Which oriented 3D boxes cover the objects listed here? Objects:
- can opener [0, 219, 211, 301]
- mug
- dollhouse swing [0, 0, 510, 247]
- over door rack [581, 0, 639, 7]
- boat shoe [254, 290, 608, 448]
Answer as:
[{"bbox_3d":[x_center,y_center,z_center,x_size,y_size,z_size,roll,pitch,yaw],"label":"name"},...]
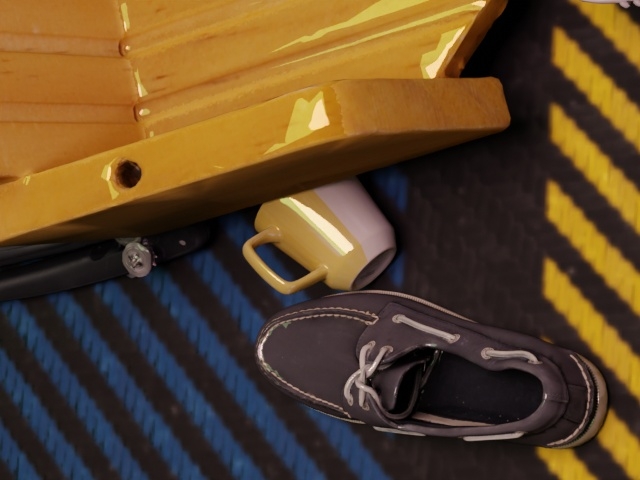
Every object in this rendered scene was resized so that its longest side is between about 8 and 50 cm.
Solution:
[{"bbox_3d":[-0.143,0.004,1.105,0.186,0.073,0.059,-21,112,28],"label":"can opener"},{"bbox_3d":[0.002,-0.001,1.016,0.078,0.062,0.064,-44,73,-1],"label":"mug"},{"bbox_3d":[-0.125,-0.194,0.879,0.315,0.305,0.346,-16,81,24],"label":"dollhouse swing"},{"bbox_3d":[0.255,-0.226,0.814,0.324,0.108,0.239,6,69,42],"label":"over door rack"},{"bbox_3d":[0.046,0.066,0.979,0.206,0.065,0.075,10,88,30],"label":"boat shoe"}]
